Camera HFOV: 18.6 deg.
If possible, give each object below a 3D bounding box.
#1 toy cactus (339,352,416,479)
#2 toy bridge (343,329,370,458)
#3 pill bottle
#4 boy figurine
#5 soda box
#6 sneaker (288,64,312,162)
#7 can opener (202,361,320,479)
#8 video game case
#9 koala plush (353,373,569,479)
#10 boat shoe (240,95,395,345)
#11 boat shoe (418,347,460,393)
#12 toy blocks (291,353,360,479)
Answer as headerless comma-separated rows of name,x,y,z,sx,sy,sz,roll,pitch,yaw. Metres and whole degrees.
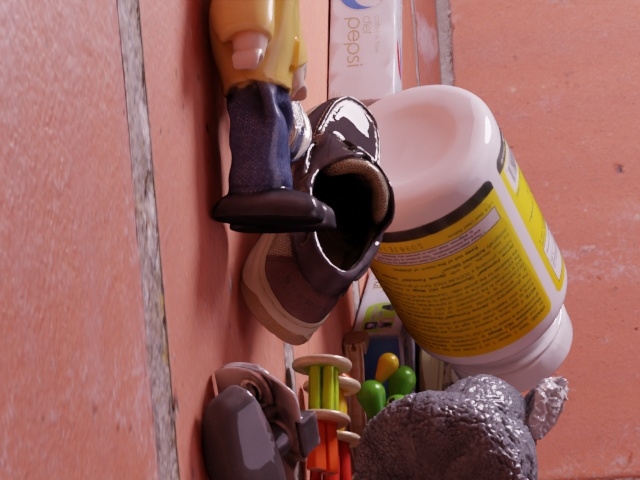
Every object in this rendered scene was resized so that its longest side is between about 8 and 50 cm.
toy cactus,0.048,0.222,1.929,0.219,0.112,0.180,-88,-171,-50
toy bridge,0.046,0.194,2.088,0.063,0.026,0.188,-68,154,-66
pill bottle,0.149,0.011,2.070,0.188,0.188,0.334,-86,154,-44
boy figurine,-0.035,-0.148,1.449,0.177,0.092,0.285,41,49,-75
soda box,0.050,-0.223,2.127,0.069,0.073,0.216,73,16,-59
sneaker,-0.041,-0.119,1.568,0.058,0.052,0.135,59,20,-50
can opener,-0.041,0.216,1.394,0.095,0.076,0.283,-36,129,-42
video game case,0.087,0.188,2.257,0.244,0.061,0.270,-67,152,-69
koala plush,0.134,0.190,1.741,0.203,0.196,0.221,71,25,-17
boat shoe,0.015,-0.031,1.572,0.103,0.092,0.285,46,34,-17
boat shoe,0.159,0.229,2.210,0.104,0.089,0.285,56,33,-74
toy blocks,0.005,0.186,1.710,0.123,0.054,0.148,67,21,-69
